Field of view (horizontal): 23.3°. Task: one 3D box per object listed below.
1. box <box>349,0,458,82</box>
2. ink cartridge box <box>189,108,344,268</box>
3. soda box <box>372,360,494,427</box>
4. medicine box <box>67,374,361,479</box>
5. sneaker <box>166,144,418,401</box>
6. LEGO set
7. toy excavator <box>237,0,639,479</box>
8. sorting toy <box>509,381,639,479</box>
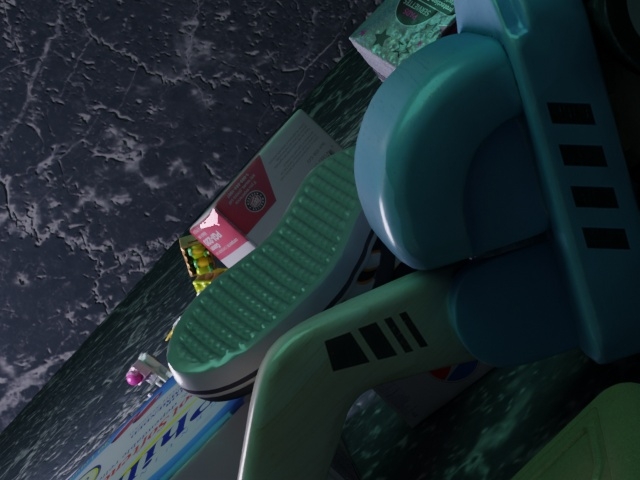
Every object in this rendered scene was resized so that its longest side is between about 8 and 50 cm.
[{"bbox_3d":[0.168,-0.141,1.396,0.142,0.163,0.247,-47,42,-3],"label":"box"},{"bbox_3d":[0.000,0.000,1.608,0.158,0.218,0.092,-50,6,-28],"label":"ink cartridge box"},{"bbox_3d":[0.133,0.058,1.282,0.216,0.069,0.074,-39,12,25],"label":"soda box"},{"bbox_3d":[-0.112,0.234,1.327,0.263,0.149,0.289,-45,10,1],"label":"medicine box"},{"bbox_3d":[0.001,0.050,1.248,0.126,0.127,0.321,-4,30,35],"label":"sneaker"},{"bbox_3d":[-0.163,0.127,1.982,0.107,0.132,0.287,-65,-1,-47],"label":"LEGO set"},{"bbox_3d":[0.091,0.021,1.067,0.445,0.432,0.222,-17,11,-1],"label":"toy excavator"},{"bbox_3d":[0.113,0.225,0.820,0.229,0.041,0.307,-44,16,21],"label":"sorting toy"}]
